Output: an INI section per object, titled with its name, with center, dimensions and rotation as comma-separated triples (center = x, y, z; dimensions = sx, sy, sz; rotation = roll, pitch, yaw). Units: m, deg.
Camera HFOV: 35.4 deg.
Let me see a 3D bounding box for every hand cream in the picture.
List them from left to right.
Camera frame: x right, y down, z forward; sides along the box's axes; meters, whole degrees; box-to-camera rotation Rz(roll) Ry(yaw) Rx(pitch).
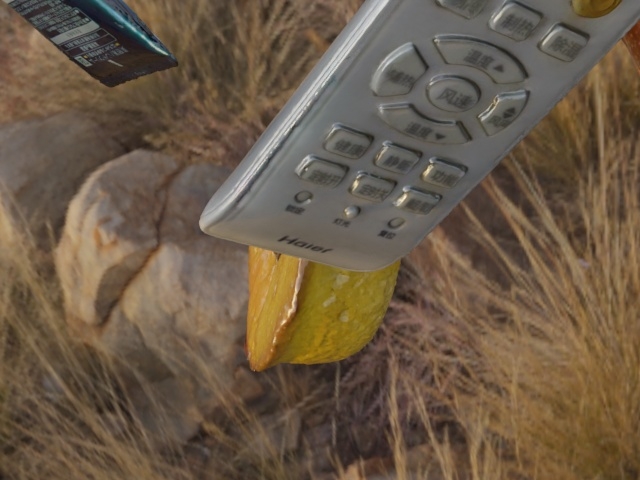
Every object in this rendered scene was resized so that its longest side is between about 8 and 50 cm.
[hand cream]
center = -0.223, -0.206, 0.708
dimensions = 0.120, 0.270, 0.061
rotation = -4, 47, 52

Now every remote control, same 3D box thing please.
[remote control]
center = 0.061, -0.092, 0.441
dimensions = 0.109, 0.313, 0.055
rotation = 16, 43, -31

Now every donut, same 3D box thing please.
[donut]
center = 0.001, -0.001, 0.681
dimensions = 0.075, 0.174, 0.190
rotation = 10, 35, -14

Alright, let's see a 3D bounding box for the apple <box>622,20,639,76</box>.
[apple]
center = 0.235, -0.128, 0.537
dimensions = 0.162, 0.201, 0.201
rotation = -36, 40, 25
